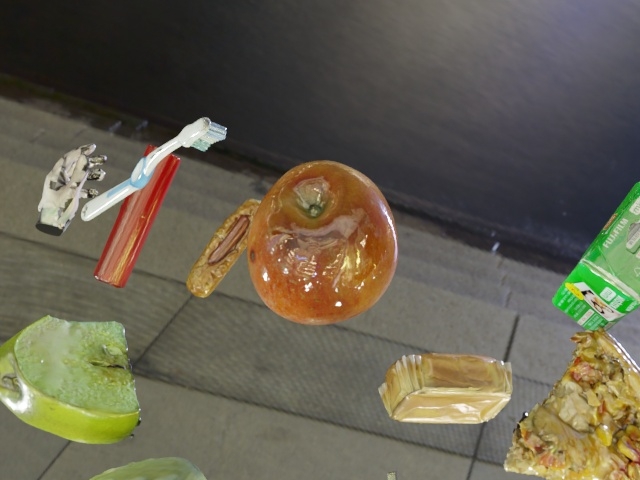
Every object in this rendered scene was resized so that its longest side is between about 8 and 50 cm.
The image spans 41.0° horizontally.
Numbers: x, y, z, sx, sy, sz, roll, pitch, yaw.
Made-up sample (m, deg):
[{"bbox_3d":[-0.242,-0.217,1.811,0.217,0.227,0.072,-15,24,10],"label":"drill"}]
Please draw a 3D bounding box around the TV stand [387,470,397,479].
[{"bbox_3d":[0.178,0.668,2.003,0.036,0.042,0.249,28,55,-68],"label":"TV stand"}]

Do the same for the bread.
[{"bbox_3d":[0.244,0.283,1.662,0.241,0.136,0.107,4,50,-21],"label":"bread"}]

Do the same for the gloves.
[{"bbox_3d":[-0.547,-0.120,1.859,0.111,0.127,0.212,9,71,7],"label":"gloves"}]

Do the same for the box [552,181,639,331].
[{"bbox_3d":[0.446,0.031,1.267,0.103,0.250,0.180,37,79,15],"label":"box"}]

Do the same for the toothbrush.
[{"bbox_3d":[-0.246,-0.090,1.157,0.040,0.386,0.040,14,67,-37],"label":"toothbrush"}]

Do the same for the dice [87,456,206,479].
[{"bbox_3d":[-0.337,0.573,1.649,0.250,0.254,0.252,-9,5,-26],"label":"dice"}]

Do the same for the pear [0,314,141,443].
[{"bbox_3d":[-0.532,0.296,1.748,0.282,0.176,0.286,9,37,-31],"label":"pear"}]

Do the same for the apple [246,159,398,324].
[{"bbox_3d":[0.000,0.000,1.336,0.254,0.253,0.253,17,39,-14],"label":"apple"}]

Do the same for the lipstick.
[{"bbox_3d":[-0.355,-0.044,1.650,0.073,0.279,0.073,23,-3,1],"label":"lipstick"}]

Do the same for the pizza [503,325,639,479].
[{"bbox_3d":[0.385,0.235,1.211,0.288,0.074,0.251,13,54,-20],"label":"pizza"}]

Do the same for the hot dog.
[{"bbox_3d":[-0.177,0.010,1.598,0.066,0.215,0.047,38,-6,8],"label":"hot dog"}]
